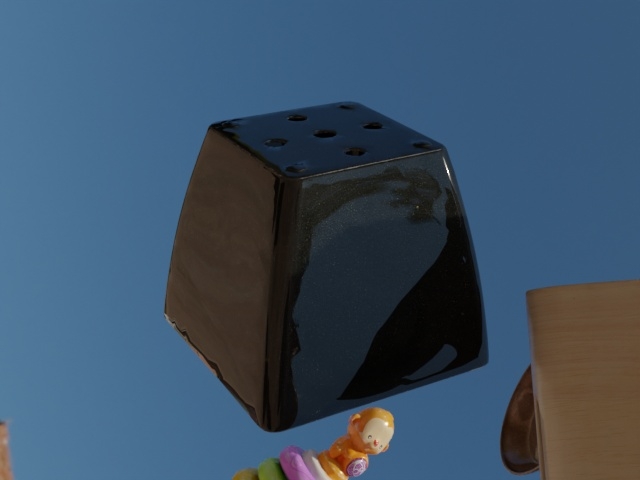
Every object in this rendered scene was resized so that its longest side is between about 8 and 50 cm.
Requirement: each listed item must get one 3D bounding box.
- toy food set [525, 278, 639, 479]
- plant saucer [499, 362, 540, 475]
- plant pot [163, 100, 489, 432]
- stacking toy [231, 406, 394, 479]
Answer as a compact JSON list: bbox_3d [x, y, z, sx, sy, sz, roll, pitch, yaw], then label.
[{"bbox_3d":[0.286,0.131,0.628,0.306,0.092,0.219,-6,-99,25],"label":"toy food set"},{"bbox_3d":[0.295,0.210,1.249,0.036,0.198,0.198,28,-45,-10],"label":"plant saucer"},{"bbox_3d":[0.000,0.000,0.720,0.187,0.188,0.166,37,-47,52],"label":"plant pot"},{"bbox_3d":[-0.032,0.297,1.126,0.175,0.302,0.165,47,4,-28],"label":"stacking toy"}]
